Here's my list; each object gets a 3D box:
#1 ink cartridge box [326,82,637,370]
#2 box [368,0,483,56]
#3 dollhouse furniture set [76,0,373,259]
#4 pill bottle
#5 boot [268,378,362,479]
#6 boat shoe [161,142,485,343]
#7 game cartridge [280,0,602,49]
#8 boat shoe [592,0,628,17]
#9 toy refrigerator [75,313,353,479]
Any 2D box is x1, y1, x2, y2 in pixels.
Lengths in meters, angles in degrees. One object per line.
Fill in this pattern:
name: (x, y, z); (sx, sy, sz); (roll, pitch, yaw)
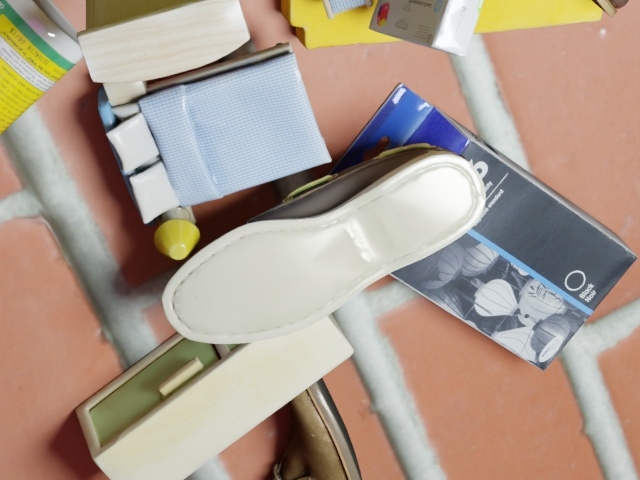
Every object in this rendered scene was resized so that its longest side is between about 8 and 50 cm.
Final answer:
ink cartridge box: (0.159, -0.008, 1.909); (0.332, 0.065, 0.165); (31, 103, -29)
box: (0.112, -0.262, 1.634); (0.038, 0.145, 0.186); (17, 95, -24)
dollhouse furniture set: (-0.060, -0.123, 1.661); (0.286, 0.198, 0.303); (-15, 122, 3)
pill bottle: (-0.320, -0.140, 1.640); (0.208, 0.117, 0.117); (-42, 122, 6)
boot: (-0.011, 0.256, 1.967); (0.115, 0.112, 0.305); (-14, 123, 0)
boat shoe: (0.000, 0.000, 1.782); (0.324, 0.097, 0.116); (-26, 106, 1)
game cartridge: (0.120, -0.330, 1.740); (0.323, 0.053, 0.285); (-6, 118, -14)
boat shoe: (0.235, -0.296, 1.722); (0.073, 0.073, 0.207); (-41, 122, 7)
toy refrigerator: (-0.110, 0.139, 1.867); (0.269, 0.102, 0.094); (-36, 122, 2)
